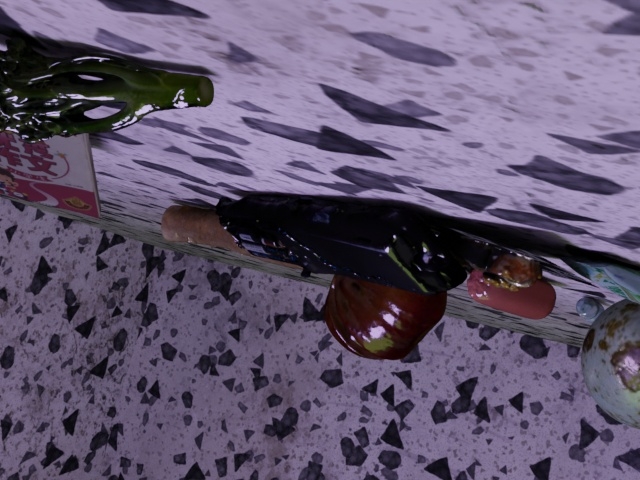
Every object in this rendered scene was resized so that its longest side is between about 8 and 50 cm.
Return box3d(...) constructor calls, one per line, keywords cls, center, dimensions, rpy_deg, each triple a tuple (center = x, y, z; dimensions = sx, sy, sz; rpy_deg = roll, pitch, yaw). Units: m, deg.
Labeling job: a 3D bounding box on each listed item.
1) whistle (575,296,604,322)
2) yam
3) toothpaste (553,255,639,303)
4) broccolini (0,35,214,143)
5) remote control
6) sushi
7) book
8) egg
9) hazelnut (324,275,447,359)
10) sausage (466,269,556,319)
box3d(cls="whistle", center=(0.416, 0.107, 1.379), dimensions=(0.035, 0.035, 0.100), rpy_deg=(11, 172, 34))
box3d(cls="yam", center=(-0.127, -0.008, 1.455), dimensions=(0.357, 0.081, 0.081), rpy_deg=(9, 173, 34))
box3d(cls="toothpaste", center=(0.391, 0.067, 0.998), dimensions=(0.297, 0.048, 0.075), rpy_deg=(21, 180, -26))
box3d(cls="broccolini", center=(-0.166, -0.111, 0.652), dimensions=(0.203, 0.091, 0.068), rpy_deg=(1, -145, 15))
box3d(cls="remote control", center=(0.000, 0.000, 1.093), dimensions=(0.144, 0.062, 0.399), rpy_deg=(45, 160, -30))
box3d(cls="sushi", center=(0.184, 0.026, 1.002), dimensions=(0.210, 0.040, 0.193), rpy_deg=(19, 178, 40))
box3d(cls="book", center=(-0.336, -0.096, 1.012), dimensions=(0.162, 0.022, 0.232), rpy_deg=(14, 157, -4))
box3d(cls="egg", center=(0.421, 0.153, 1.144), dimensions=(0.169, 0.169, 0.231), rpy_deg=(12, 161, 27))
box3d(cls="hazelnut", center=(0.102, 0.089, 1.368), dimensions=(0.178, 0.177, 0.204), rpy_deg=(17, 157, -20))
box3d(cls="sausage", center=(0.270, 0.072, 1.258), dimensions=(0.154, 0.062, 0.062), rpy_deg=(18, 174, -35))
